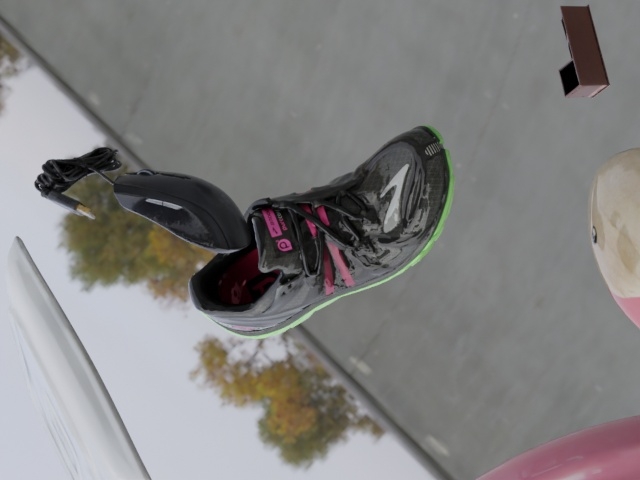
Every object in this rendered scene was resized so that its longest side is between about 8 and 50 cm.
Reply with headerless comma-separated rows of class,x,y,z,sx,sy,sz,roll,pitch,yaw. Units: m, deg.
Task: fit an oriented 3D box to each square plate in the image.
square plate,-0.275,0.221,1.310,0.347,0.049,0.344,55,156,28

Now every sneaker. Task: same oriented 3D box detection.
sneaker,0.000,0.000,1.729,0.202,0.483,0.185,17,-141,-59

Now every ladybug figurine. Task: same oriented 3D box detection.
ladybug figurine,0.484,0.064,1.307,0.449,0.162,0.305,33,161,-17

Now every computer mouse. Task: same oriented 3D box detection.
computer mouse,-0.216,-0.057,1.393,0.262,0.060,0.184,28,-156,18

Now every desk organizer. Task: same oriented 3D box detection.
desk organizer,0.372,-0.274,1.655,0.047,0.050,0.130,139,124,-62

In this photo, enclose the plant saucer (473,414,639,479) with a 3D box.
plant saucer,0.197,0.245,0.685,0.332,0.332,0.084,42,-158,-31
